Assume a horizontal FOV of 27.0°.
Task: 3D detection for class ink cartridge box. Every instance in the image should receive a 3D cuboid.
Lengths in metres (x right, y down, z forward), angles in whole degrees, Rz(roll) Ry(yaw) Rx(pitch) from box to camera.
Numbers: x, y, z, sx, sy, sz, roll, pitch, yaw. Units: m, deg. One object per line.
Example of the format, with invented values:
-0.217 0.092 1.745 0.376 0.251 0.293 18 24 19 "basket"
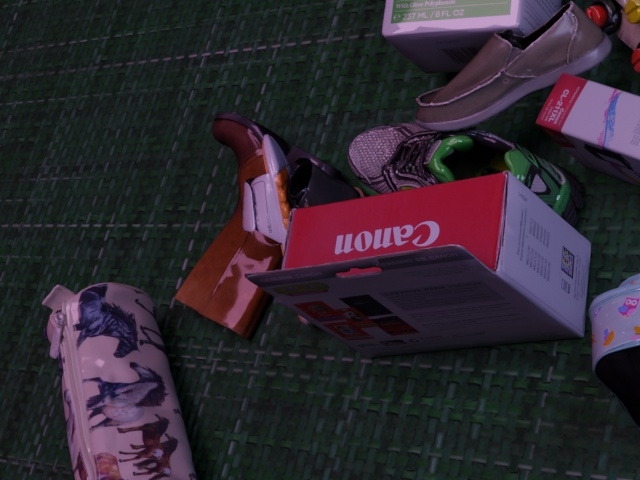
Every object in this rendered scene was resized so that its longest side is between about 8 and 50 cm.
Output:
0.356 -0.116 1.529 0.175 0.127 0.072 28 87 46 "ink cartridge box"
0.114 0.024 1.553 0.309 0.272 0.130 -9 61 36 "ink cartridge box"

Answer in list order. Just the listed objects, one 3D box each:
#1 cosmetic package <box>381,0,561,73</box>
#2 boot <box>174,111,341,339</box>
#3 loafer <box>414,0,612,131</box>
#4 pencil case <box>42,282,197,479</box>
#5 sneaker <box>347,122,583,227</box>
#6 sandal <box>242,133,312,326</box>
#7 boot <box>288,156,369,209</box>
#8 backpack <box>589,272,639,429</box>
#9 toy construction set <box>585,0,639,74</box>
0.214 -0.417 1.750 0.197 0.155 0.365 -1 76 28 "cosmetic package"
-0.123 -0.027 1.931 0.264 0.096 0.280 32 94 33 "boot"
0.220 -0.213 1.606 0.251 0.087 0.094 -25 20 14 "loafer"
-0.278 0.251 1.818 0.160 0.184 0.410 -49 43 32 "pencil case"
0.160 -0.100 1.674 0.344 0.146 0.134 13 75 45 "sneaker"
-0.066 -0.010 1.782 0.076 0.102 0.265 -12 85 9 "sandal"
0.000 0.000 1.759 0.077 0.137 0.197 -18 57 32 "boot"
0.363 0.104 1.353 0.166 0.188 0.144 -16 57 34 "backpack"
0.415 -0.309 1.549 0.327 0.151 0.215 -104 17 -49 "toy construction set"
